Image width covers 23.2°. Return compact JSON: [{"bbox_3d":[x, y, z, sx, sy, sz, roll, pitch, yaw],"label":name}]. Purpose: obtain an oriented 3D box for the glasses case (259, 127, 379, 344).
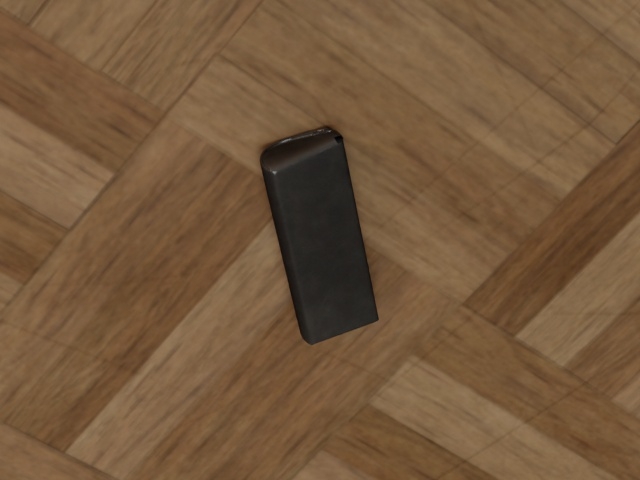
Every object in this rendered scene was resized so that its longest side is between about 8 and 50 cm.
[{"bbox_3d":[0.000,-0.001,1.323,0.072,0.042,0.191,-17,124,-7],"label":"glasses case"}]
